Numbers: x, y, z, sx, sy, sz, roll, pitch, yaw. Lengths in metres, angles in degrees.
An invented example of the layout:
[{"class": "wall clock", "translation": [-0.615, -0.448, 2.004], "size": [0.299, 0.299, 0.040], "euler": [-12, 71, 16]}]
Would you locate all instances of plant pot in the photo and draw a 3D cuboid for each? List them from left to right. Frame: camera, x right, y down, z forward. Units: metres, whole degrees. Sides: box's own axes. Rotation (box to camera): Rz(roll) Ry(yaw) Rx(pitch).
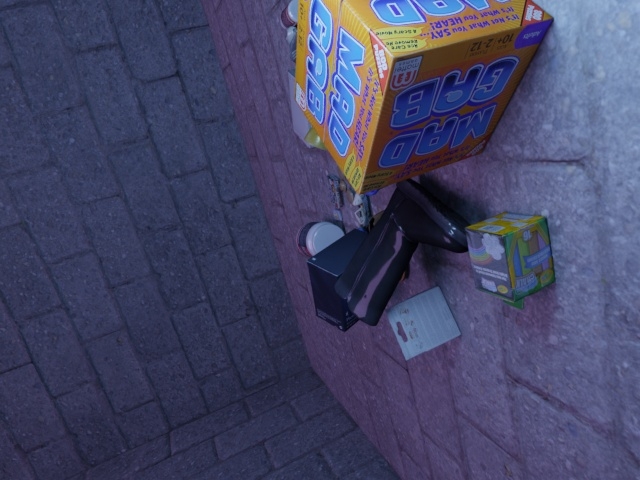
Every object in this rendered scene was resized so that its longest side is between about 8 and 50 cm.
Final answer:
[{"class": "plant pot", "translation": [0.009, -0.446, 1.858], "size": [0.134, 0.134, 0.095], "euler": [50, 126, 48]}]

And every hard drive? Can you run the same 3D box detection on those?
[{"class": "hard drive", "translation": [-0.087, -0.615, 2.075], "size": [0.203, 0.040, 0.307], "euler": [54, 157, 41]}]

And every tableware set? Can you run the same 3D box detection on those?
[{"class": "tableware set", "translation": [0.112, -0.244, 1.917], "size": [0.141, 0.020, 0.168], "euler": [88, 157, -44]}]

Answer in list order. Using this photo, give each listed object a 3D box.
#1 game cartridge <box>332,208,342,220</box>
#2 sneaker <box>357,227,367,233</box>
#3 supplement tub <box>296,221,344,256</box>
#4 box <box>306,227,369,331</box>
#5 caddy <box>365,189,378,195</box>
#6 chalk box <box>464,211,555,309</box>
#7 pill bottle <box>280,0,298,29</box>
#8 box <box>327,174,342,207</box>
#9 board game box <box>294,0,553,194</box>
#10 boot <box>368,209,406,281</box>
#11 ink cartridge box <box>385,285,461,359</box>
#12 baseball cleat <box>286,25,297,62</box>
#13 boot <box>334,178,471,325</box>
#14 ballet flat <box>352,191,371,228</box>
[{"class": "game cartridge", "translation": [0.081, -0.126, 2.151], "size": [0.083, 0.017, 0.055], "euler": [-166, 62, -69]}, {"class": "sneaker", "translation": [0.152, 0.023, 1.973], "size": [0.081, 0.091, 0.232], "euler": [61, 161, 26]}, {"class": "supplement tub", "translation": [0.000, 0.000, 2.240], "size": [0.272, 0.191, 0.191], "euler": [7, 115, 71]}, {"class": "box", "translation": [0.122, 0.158, 1.815], "size": [0.183, 0.296, 0.293], "euler": [23, 134, 41]}, {"class": "caddy", "translation": [0.154, -0.319, 1.443], "size": [0.241, 0.179, 0.341], "euler": [35, 142, 60]}, {"class": "chalk box", "translation": [0.450, 0.056, 1.046], "size": [0.132, 0.132, 0.212], "euler": [23, 132, 66]}, {"class": "pill bottle", "translation": [-0.108, -0.888, 1.754], "size": [0.152, 0.086, 0.086], "euler": [22, 130, 66]}, {"class": "box", "translation": [0.066, -0.228, 2.047], "size": [0.094, 0.027, 0.136], "euler": [-130, 25, -61]}, {"class": "board game box", "translation": [0.179, -0.388, 0.983], "size": [0.356, 0.357, 0.356], "euler": [60, 160, 28]}, {"class": "boot", "translation": [0.248, 0.029, 1.656], "size": [0.112, 0.115, 0.305], "euler": [35, 142, 59]}, {"class": "ink cartridge box", "translation": [0.334, 0.273, 1.476], "size": [0.180, 0.225, 0.056], "euler": [68, 162, 9]}, {"class": "baseball cleat", "translation": [-0.081, -0.784, 1.814], "size": [0.110, 0.072, 0.206], "euler": [27, 175, 11]}, {"class": "boot", "translation": [0.234, 0.077, 1.327], "size": [0.445, 0.146, 0.367], "euler": [-59, 29, 19]}, {"class": "ballet flat", "translation": [0.166, -0.135, 1.803], "size": [0.070, 0.070, 0.188], "euler": [19, 127, 68]}]
